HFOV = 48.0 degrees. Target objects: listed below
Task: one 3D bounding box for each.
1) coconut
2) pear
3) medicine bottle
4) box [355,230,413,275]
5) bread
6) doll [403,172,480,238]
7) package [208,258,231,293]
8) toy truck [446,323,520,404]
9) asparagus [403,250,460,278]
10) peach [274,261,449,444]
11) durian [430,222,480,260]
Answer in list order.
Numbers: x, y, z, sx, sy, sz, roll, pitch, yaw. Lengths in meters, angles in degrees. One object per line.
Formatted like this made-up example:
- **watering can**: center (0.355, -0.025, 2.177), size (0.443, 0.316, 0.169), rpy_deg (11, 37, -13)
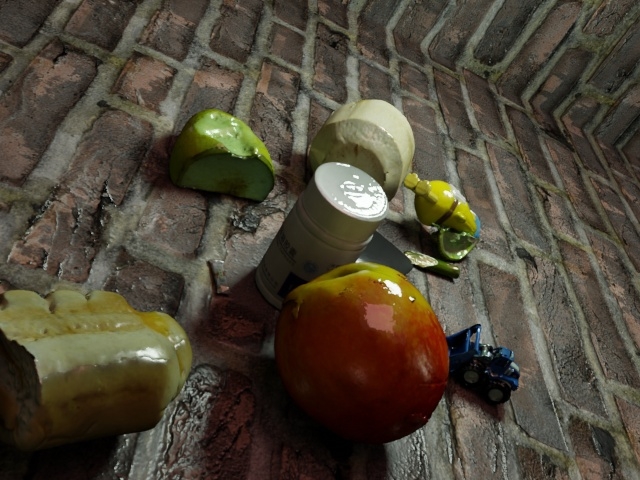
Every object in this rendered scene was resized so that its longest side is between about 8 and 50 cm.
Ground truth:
- **coconut**: center (0.125, -0.258, 2.115), size (0.322, 0.323, 0.323), rpy_deg (22, 35, -16)
- **pear**: center (-0.256, -0.245, 1.902), size (0.292, 0.159, 0.292), rpy_deg (21, 33, -14)
- **medicine bottle**: center (0.000, 0.000, 1.637), size (0.189, 0.332, 0.190), rpy_deg (22, 35, -16)
- **box**: center (0.139, 0.043, 1.960), size (0.201, 0.042, 0.212), rpy_deg (43, 36, 14)
- **bread**: center (-0.384, 0.215, 1.173), size (0.300, 0.210, 0.341), rpy_deg (28, 19, 36)
- **doll**: center (0.386, -0.082, 2.176), size (0.363, 0.145, 0.199), rpy_deg (32, 8, -42)
- **package**: center (-0.229, 0.082, 1.633), size (0.037, 0.015, 0.110), rpy_deg (6, 40, -26)
- **toy truck**: center (0.394, 0.296, 1.772), size (0.208, 0.126, 0.113), rpy_deg (30, 34, -3)
- **asparagus**: center (0.321, 0.068, 2.078), size (0.178, 0.041, 0.045), rpy_deg (19, 28, -19)
- **peach**: center (0.084, 0.231, 1.439), size (0.369, 0.370, 0.370), rpy_deg (22, 35, -16)
- **durian**: center (0.390, -0.001, 2.166), size (0.215, 0.100, 0.086), rpy_deg (13, 35, -38)
